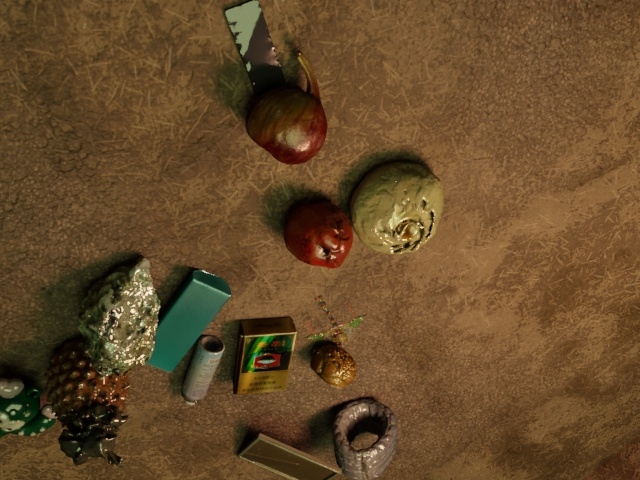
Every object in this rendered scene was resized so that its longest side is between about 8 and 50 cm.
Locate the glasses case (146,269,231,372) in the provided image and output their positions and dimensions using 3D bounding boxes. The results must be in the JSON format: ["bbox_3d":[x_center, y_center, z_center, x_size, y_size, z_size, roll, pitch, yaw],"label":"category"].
[{"bbox_3d":[-0.363,0.208,1.750,0.117,0.070,0.301,29,114,-28],"label":"glasses case"}]

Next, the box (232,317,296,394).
[{"bbox_3d":[-0.164,0.331,1.909,0.159,0.071,0.240,-1,126,-16],"label":"box"}]

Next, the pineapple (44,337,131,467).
[{"bbox_3d":[-0.563,0.419,1.648,0.223,0.357,0.223,-12,129,-15],"label":"pineapple"}]

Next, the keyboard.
[{"bbox_3d":[-0.133,-0.399,1.398,0.074,0.015,0.196,-25,131,-5],"label":"keyboard"}]

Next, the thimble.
[{"bbox_3d":[0.144,0.643,2.153,0.205,0.236,0.172,1,126,10],"label":"thimble"}]

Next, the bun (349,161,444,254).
[{"bbox_3d":[0.201,-0.069,1.683,0.259,0.152,0.259,-9,130,-11],"label":"bun"}]

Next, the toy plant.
[{"bbox_3d":[-0.811,0.436,1.731,0.243,0.112,0.232,-15,135,-1],"label":"toy plant"}]

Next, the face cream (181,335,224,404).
[{"bbox_3d":[-0.335,0.372,1.876,0.075,0.075,0.229,10,122,-26],"label":"face cream"}]

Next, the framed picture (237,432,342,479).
[{"bbox_3d":[-0.103,0.708,2.137,0.289,0.020,0.211,26,139,-10],"label":"framed picture"}]

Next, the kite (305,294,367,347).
[{"bbox_3d":[0.041,0.238,1.952,0.198,0.006,0.244,-23,130,-1],"label":"kite"}]

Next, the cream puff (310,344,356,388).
[{"bbox_3d":[0.043,0.363,1.966,0.126,0.144,0.103,18,106,-54],"label":"cream puff"}]

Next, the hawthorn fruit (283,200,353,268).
[{"bbox_3d":[-0.001,-0.007,1.644,0.173,0.179,0.173,-32,147,-24],"label":"hawthorn fruit"}]

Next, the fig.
[{"bbox_3d":[-0.050,-0.269,1.441,0.175,0.175,0.207,38,92,-37],"label":"fig"}]

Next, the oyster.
[{"bbox_3d":[-0.482,0.183,1.614,0.198,0.112,0.268,-9,96,-17],"label":"oyster"}]
